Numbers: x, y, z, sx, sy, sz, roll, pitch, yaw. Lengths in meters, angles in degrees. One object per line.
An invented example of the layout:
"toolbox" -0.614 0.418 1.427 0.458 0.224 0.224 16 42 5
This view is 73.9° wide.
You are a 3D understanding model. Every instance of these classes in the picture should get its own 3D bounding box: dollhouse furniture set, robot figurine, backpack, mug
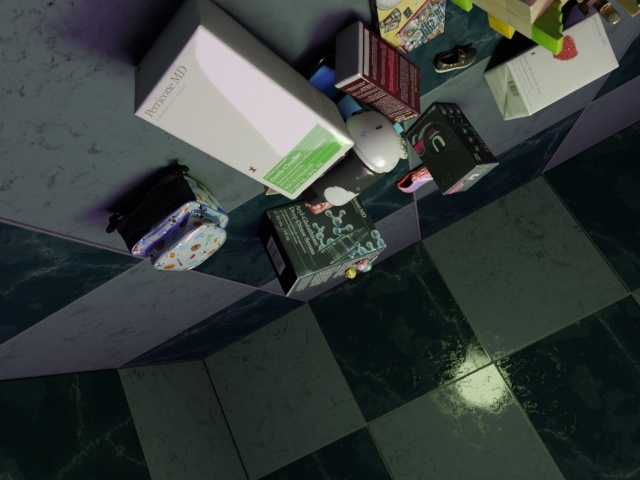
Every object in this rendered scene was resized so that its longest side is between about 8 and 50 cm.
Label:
"dollhouse furniture set" 0.829 -0.693 1.208 0.144 0.123 0.151 -38 159 31
"robot figurine" 0.063 -0.199 1.053 0.278 0.209 0.174 -34 124 31
"backpack" -0.381 -0.045 1.179 0.277 0.213 0.263 -34 172 11
"mug" 0.042 -0.172 1.565 0.169 0.113 0.150 -29 161 18

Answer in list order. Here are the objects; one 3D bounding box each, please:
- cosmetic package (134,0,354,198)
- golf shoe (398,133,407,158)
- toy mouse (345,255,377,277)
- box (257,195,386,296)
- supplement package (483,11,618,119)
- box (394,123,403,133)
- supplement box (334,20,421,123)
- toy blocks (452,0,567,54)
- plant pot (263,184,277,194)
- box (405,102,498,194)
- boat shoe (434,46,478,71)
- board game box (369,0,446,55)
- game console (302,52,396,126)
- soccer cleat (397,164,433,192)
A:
"cosmetic package" -0.135 -0.253 0.811 0.366 0.155 0.197 23 127 -42
"golf shoe" 0.262 -0.335 1.531 0.086 0.069 0.176 -12 166 23
"toy mouse" 0.168 0.105 1.679 0.143 0.031 0.161 -26 162 -4
"box" 0.000 0.000 1.679 0.396 0.293 0.212 -19 161 -26
"supplement package" 0.703 -0.528 1.317 0.293 0.177 0.175 -29 -170 4
"box" 0.138 -0.319 1.365 0.244 0.060 0.100 -33 161 18
"supplement box" 0.138 -0.378 0.983 0.239 0.130 0.073 13 164 -43
"toy blocks" 0.310 -0.514 0.655 0.261 0.381 0.191 -49 158 16
"plant pot" -0.115 -0.209 1.249 0.109 0.096 0.109 -14 159 -38
"box" 0.447 -0.317 1.469 0.143 0.270 0.165 -13 157 -39
"boat shoe" 0.386 -0.514 1.196 0.133 0.048 0.042 -20 170 -7
"board game box" 0.194 -0.512 0.933 0.165 0.042 0.243 -28 163 5
"game console" 0.016 -0.290 1.084 0.293 0.250 0.173 -37 -163 30
"soccer cleat" 0.449 -0.293 1.866 0.095 0.083 0.248 2 150 -48
